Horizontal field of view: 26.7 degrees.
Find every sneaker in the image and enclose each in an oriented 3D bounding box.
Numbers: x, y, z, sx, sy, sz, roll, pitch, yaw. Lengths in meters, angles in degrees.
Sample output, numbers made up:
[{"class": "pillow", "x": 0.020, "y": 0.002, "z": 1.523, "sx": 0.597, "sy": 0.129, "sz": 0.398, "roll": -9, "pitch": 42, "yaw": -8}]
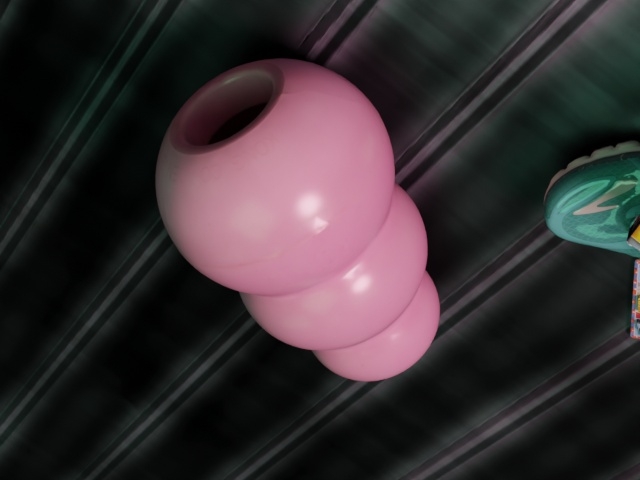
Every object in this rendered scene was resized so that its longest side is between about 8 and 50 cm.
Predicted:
[{"class": "sneaker", "x": 0.308, "y": -0.005, "z": 1.073, "sx": 0.275, "sy": 0.110, "sz": 0.107, "roll": 11, "pitch": 135, "yaw": 21}]

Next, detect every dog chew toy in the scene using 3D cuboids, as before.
[{"class": "dog chew toy", "x": 0.000, "y": 0.000, "z": 1.197, "sx": 0.206, "sy": 0.207, "sz": 0.332, "roll": -6, "pitch": 136, "yaw": 34}]

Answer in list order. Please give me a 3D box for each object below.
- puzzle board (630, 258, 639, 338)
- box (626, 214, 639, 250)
[{"class": "puzzle board", "x": 0.340, "y": 0.064, "z": 1.196, "sx": 0.128, "sy": 0.011, "sz": 0.096, "roll": 10, "pitch": 135, "yaw": 20}, {"class": "box", "x": 0.353, "y": -0.048, "z": 0.967, "sx": 0.159, "sy": 0.044, "sz": 0.233, "roll": 35, "pitch": 111, "yaw": 4}]
